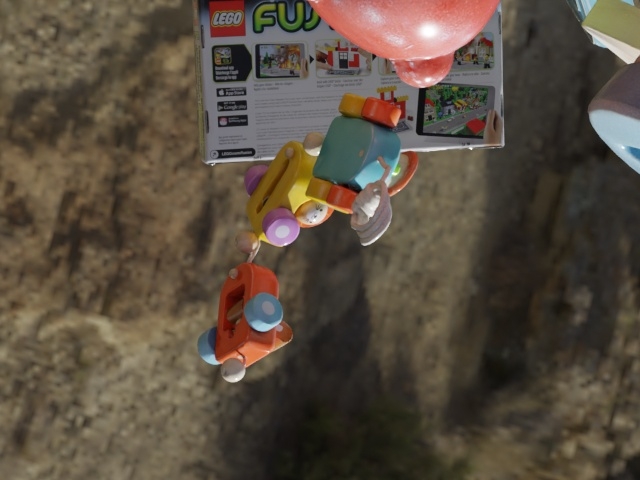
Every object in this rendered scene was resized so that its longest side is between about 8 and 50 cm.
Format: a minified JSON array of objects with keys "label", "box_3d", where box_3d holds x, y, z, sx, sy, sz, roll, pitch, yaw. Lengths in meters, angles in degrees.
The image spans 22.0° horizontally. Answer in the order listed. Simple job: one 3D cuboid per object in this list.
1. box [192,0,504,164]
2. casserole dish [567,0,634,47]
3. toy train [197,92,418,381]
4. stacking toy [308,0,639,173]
[{"label":"box","box_3d":[0.020,-0.114,1.106,0.036,0.206,0.114,-144,-128,-76]},{"label":"casserole dish","box_3d":[0.195,-0.220,1.235,0.188,0.037,0.114,59,8,-46]},{"label":"toy train","box_3d":[0.000,0.000,0.840,0.046,0.166,0.125,22,50,-28]},{"label":"stacking toy","box_3d":[0.111,-0.094,0.794,0.130,0.309,0.279,-56,-169,-2]}]
